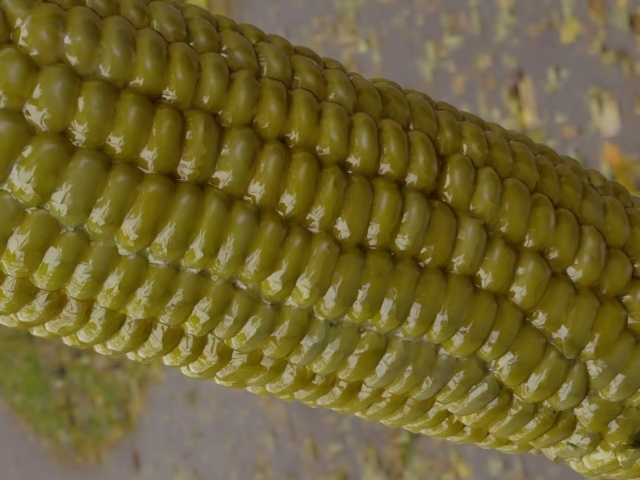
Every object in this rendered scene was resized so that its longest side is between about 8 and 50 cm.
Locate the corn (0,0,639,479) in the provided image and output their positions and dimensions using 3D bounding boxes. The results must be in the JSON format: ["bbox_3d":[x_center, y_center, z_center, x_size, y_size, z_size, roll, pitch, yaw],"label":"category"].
[{"bbox_3d":[0.000,0.000,0.369,0.067,0.206,0.067,-49,31,42],"label":"corn"}]
